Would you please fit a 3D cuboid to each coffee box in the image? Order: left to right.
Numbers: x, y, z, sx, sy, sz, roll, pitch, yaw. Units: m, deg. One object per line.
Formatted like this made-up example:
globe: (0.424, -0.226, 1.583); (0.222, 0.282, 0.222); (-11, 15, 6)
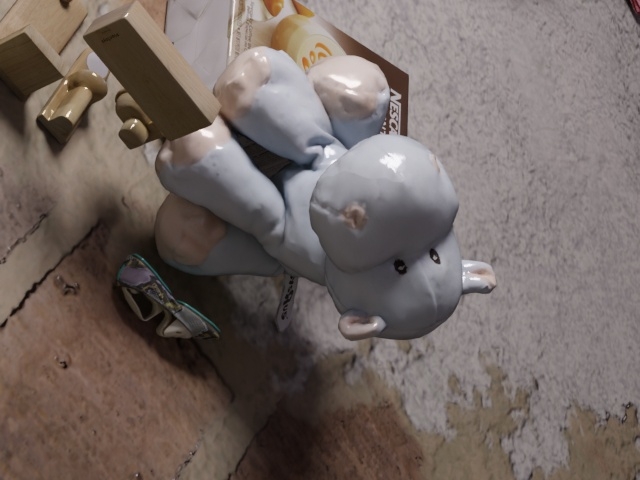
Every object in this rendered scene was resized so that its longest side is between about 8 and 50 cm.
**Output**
coffee box: (-0.030, -0.138, 1.530); (0.246, 0.098, 0.141); (27, 56, -41)

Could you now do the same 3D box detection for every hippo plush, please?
hippo plush: (0.000, 0.000, 1.353); (0.234, 0.236, 0.294); (-18, 121, -19)

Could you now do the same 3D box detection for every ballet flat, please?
ballet flat: (-0.135, 0.059, 1.379); (0.114, 0.041, 0.041); (45, 45, -28)

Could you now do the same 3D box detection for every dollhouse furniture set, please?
dollhouse furniture set: (-0.164, -0.164, 1.341); (0.144, 0.151, 0.123); (51, 42, -26)

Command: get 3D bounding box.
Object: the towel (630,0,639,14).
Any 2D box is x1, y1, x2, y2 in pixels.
towel: (0.456, -0.484, 2.308); (0.237, 0.037, 0.329); (58, 39, -13)
